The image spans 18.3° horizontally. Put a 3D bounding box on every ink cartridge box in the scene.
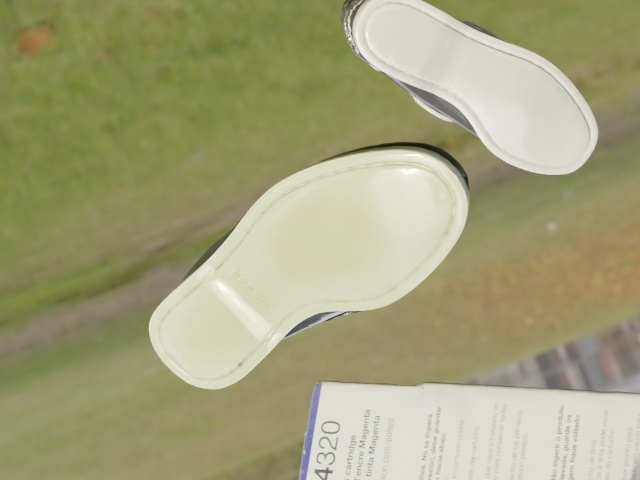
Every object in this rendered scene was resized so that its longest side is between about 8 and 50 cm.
[{"bbox_3d":[0.132,0.249,1.180,0.330,0.324,0.071,1,162,27],"label":"ink cartridge box"}]

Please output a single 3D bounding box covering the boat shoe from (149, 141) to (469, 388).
[{"bbox_3d":[0.003,0.003,1.553,0.340,0.127,0.113,-41,-174,41],"label":"boat shoe"}]

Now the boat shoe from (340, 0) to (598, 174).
[{"bbox_3d":[0.063,-0.069,0.848,0.046,0.125,0.038,-62,-159,7],"label":"boat shoe"}]
